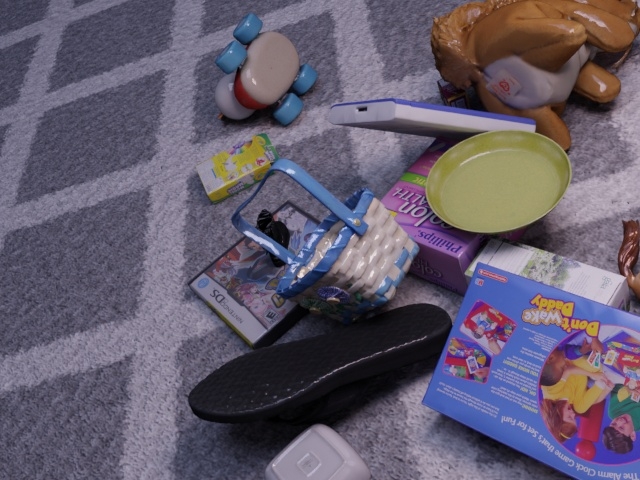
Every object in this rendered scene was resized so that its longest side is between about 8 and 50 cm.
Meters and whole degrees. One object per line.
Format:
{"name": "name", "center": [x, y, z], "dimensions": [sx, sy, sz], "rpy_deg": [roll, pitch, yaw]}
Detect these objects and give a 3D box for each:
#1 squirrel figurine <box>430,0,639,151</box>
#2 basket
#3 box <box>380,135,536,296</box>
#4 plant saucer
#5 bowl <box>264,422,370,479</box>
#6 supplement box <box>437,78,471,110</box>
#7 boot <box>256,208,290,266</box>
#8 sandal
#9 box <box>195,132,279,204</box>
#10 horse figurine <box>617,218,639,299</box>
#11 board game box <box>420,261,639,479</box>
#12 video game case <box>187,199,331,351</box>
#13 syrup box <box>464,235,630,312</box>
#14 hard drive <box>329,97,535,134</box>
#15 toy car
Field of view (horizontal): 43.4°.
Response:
{"name": "squirrel figurine", "center": [0.435, -0.416, 1.605], "dimensions": [0.396, 0.281, 0.370], "rpy_deg": [23, 55, 36]}
{"name": "basket", "center": [0.000, 0.000, 1.359], "dimensions": [0.201, 0.289, 0.255], "rpy_deg": [-53, 5, -28]}
{"name": "box", "center": [0.241, -0.049, 1.447], "dimensions": [0.213, 0.117, 0.243], "rpy_deg": [24, 63, 39]}
{"name": "plant saucer", "center": [0.298, -0.093, 1.351], "dimensions": [0.240, 0.037, 0.241], "rpy_deg": [-12, 45, 13]}
{"name": "bowl", "center": [-0.010, 0.353, 1.232], "dimensions": [0.142, 0.053, 0.142], "rpy_deg": [-39, 45, -15]}
{"name": "supplement box", "center": [0.285, -0.308, 1.718], "dimensions": [0.043, 0.055, 0.083], "rpy_deg": [-22, 43, 5]}
{"name": "boot", "center": [-0.093, -0.020, 1.539], "dimensions": [0.045, 0.099, 0.121], "rpy_deg": [-15, 44, 9]}
{"name": "sandal", "center": [0.011, 0.226, 1.299], "dimensions": [0.445, 0.107, 0.167], "rpy_deg": [-16, 22, -6]}
{"name": "box", "center": [-0.182, -0.165, 1.804], "dimensions": [0.179, 0.043, 0.105], "rpy_deg": [-28, 52, 1]}
{"name": "horse figurine", "center": [0.559, 0.067, 1.219], "dimensions": [0.263, 0.066, 0.174], "rpy_deg": [30, 72, 33]}
{"name": "board game box", "center": [0.340, 0.195, 1.129], "dimensions": [0.347, 0.078, 0.233], "rpy_deg": [21, 87, 38]}
{"name": "video game case", "center": [-0.089, 0.061, 1.559], "dimensions": [0.275, 0.035, 0.248], "rpy_deg": [-41, 45, -14]}
{"name": "syrup box", "center": [0.359, 0.082, 1.282], "dimensions": [0.236, 0.096, 0.093], "rpy_deg": [21, 63, 37]}
{"name": "hard drive", "center": [0.207, -0.220, 1.490], "dimensions": [0.318, 0.040, 0.210], "rpy_deg": [2, 4, -31]}
{"name": "toy car", "center": [-0.175, -0.376, 1.937], "dimensions": [0.238, 0.219, 0.210], "rpy_deg": [-25, 34, 46]}
